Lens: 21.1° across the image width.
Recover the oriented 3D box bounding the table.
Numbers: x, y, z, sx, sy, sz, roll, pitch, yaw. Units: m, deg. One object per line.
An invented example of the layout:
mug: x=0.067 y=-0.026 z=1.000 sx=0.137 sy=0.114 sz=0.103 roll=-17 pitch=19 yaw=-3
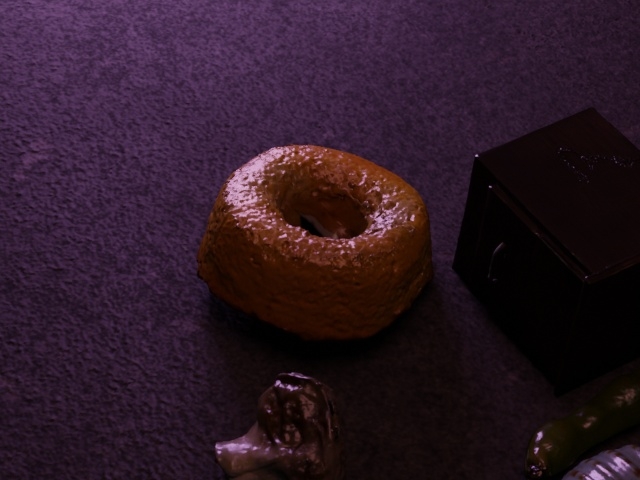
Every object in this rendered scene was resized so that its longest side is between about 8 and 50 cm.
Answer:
table: x=0.250 y=0.009 z=1.704 sx=0.172 sy=0.169 sz=0.193 roll=-22 pitch=53 yaw=-25

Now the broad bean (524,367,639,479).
broad bean: x=0.280 y=0.162 z=1.642 sx=0.256 sy=0.053 sz=0.052 roll=-28 pitch=93 yaw=-29

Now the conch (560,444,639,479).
conch: x=0.276 y=0.250 z=1.499 sx=0.200 sy=0.131 sz=0.172 roll=-15 pitch=50 yaw=-21

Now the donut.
donut: x=-0.002 y=0.001 z=1.733 sx=0.253 sy=0.118 sz=0.253 roll=8 pitch=31 yaw=-5

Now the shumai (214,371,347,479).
shumai: x=-0.036 y=0.184 z=1.533 sx=0.116 sy=0.146 sz=0.146 roll=-5 pitch=46 yaw=-2
